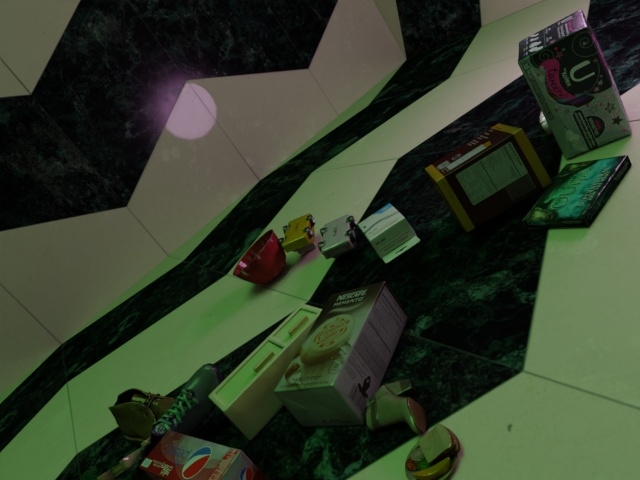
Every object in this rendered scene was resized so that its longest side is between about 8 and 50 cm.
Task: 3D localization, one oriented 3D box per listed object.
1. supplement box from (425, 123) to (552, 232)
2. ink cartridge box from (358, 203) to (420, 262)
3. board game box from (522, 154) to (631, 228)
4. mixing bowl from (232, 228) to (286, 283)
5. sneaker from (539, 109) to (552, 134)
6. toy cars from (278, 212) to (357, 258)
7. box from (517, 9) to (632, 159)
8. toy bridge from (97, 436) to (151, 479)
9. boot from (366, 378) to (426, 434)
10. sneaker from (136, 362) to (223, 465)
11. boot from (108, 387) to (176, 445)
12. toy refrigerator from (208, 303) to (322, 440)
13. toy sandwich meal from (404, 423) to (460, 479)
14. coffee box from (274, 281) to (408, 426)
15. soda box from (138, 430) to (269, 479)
[{"bbox_3d":[0.352,-0.141,1.130,0.194,0.129,0.191,-31,11,12],"label":"supplement box"},{"bbox_3d":[0.167,-0.022,1.299,0.104,0.060,0.180,-34,19,3],"label":"ink cartridge box"},{"bbox_3d":[0.482,-0.090,0.984,0.186,0.026,0.126,-45,22,-25],"label":"board game box"},{"bbox_3d":[-0.169,0.065,1.580,0.181,0.098,0.181,-44,16,16],"label":"mixing bowl"},{"bbox_3d":[0.593,-0.327,1.301,0.074,0.063,0.170,-21,29,37],"label":"sneaker"},{"bbox_3d":[0.000,0.000,1.502,0.176,0.087,0.393,-38,23,-25],"label":"toy cars"},{"bbox_3d":[0.539,-0.330,1.111,0.142,0.247,0.163,-24,23,33],"label":"box"},{"bbox_3d":[-0.400,0.467,1.123,0.188,0.026,0.063,-40,-12,22],"label":"toy bridge"},{"bbox_3d":[0.109,0.261,0.783,0.087,0.042,0.118,-37,17,16],"label":"boot"},{"bbox_3d":[-0.273,0.348,1.028,0.224,0.083,0.098,-62,-22,2],"label":"sneaker"},{"bbox_3d":[-0.369,0.389,1.166,0.305,0.115,0.112,-18,22,36],"label":"boot"},{"bbox_3d":[-0.087,0.250,1.043,0.269,0.094,0.102,-43,20,-21],"label":"toy refrigerator"},{"bbox_3d":[0.143,0.280,0.683,0.085,0.029,0.085,-31,20,13],"label":"toy sandwich meal"},{"bbox_3d":[0.044,0.199,0.933,0.141,0.098,0.246,-19,25,39],"label":"coffee box"},{"bbox_3d":[-0.202,0.399,0.888,0.263,0.092,0.083,-13,29,49],"label":"soda box"}]
